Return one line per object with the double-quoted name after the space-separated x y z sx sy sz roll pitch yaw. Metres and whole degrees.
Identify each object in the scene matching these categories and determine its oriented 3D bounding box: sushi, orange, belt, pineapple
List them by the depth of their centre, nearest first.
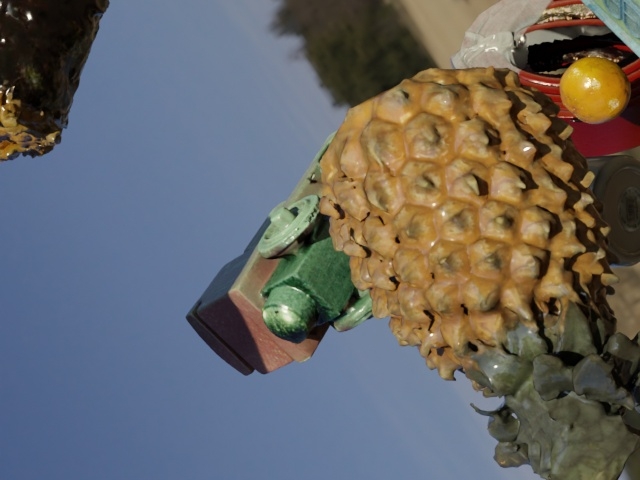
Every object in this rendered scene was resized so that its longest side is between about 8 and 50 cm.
0.149 0.052 1.119 0.357 0.223 0.223 63 -169 28 "pineapple"
-0.371 -0.202 1.645 0.234 0.207 0.348 16 173 -9 "sushi"
0.312 -0.170 1.707 0.083 0.070 0.083 37 165 12 "orange"
0.331 -0.226 1.956 0.115 0.324 0.227 63 -156 -58 "belt"

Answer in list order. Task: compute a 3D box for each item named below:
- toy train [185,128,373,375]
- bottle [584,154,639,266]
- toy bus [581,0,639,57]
0.000 0.000 1.600 0.150 0.221 0.304 45 -128 -14 "toy train"
0.214 -0.026 1.490 0.233 0.110 0.110 -1 136 49 "bottle"
0.360 -0.364 1.744 0.312 0.152 0.190 52 172 30 "toy bus"
